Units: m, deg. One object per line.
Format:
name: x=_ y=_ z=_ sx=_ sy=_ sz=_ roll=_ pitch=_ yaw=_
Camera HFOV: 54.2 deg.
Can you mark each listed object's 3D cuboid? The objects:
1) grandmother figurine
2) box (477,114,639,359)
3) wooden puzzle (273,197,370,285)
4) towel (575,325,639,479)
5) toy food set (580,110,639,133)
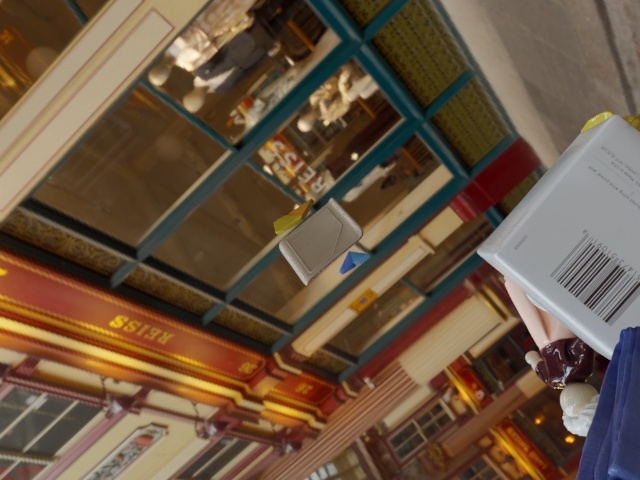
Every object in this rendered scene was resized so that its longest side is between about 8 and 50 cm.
grandmother figurine: x=0.450 y=0.202 z=1.190 sx=0.208 sy=0.103 sz=0.343 roll=98 pitch=162 yaw=-58
box: x=0.293 y=0.003 z=0.638 sx=0.181 sy=0.182 sz=0.119 roll=40 pitch=-176 yaw=4
wooden puzzle: x=0.000 y=0.000 z=0.585 sx=0.014 sy=0.078 sz=0.116 roll=45 pitch=-170 yaw=-41
towel: x=0.328 y=0.176 z=0.365 sx=0.335 sy=0.040 sz=0.243 roll=28 pitch=-154 yaw=21
toy food set: x=0.620 y=-0.221 z=1.305 sx=0.128 sy=0.071 sz=0.218 roll=39 pitch=180 yaw=12
